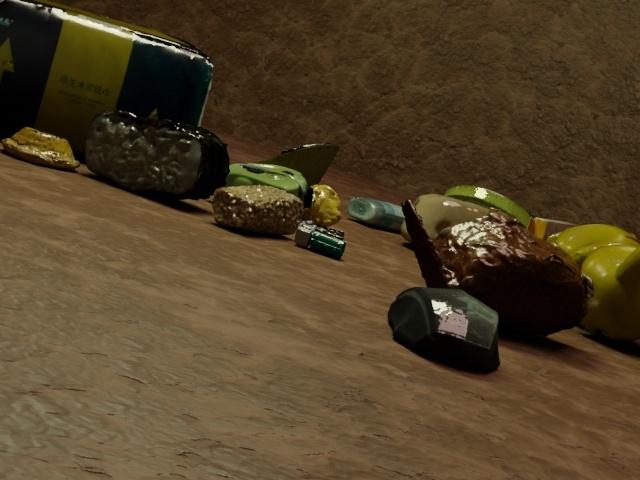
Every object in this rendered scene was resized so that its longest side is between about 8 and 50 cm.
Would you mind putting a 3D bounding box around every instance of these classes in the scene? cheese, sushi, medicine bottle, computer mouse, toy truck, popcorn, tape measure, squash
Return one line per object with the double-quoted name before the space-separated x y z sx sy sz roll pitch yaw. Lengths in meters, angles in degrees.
"cheese" 0.264 -0.022 2.358 0.235 0.117 0.218 17 4 -32
"sushi" 0.238 0.047 1.637 0.296 0.166 0.179 6 30 -17
"medicine bottle" 0.152 -0.049 2.552 0.208 0.053 0.090 12 7 -45
"computer mouse" 0.149 0.087 1.386 0.126 0.071 0.231 17 6 -3
"toy truck" 0.000 0.000 1.863 0.083 0.039 0.044 20 21 13
"popcorn" -0.008 -0.056 2.208 0.084 0.084 0.084 17 7 -2
"tape measure" -0.095 -0.083 2.076 0.177 0.087 0.154 19 19 30
"squash" -0.069 -0.151 2.435 0.204 0.155 0.237 22 9 22
"squash" 0.340 -0.031 2.478 0.219 0.041 0.219 22 -27 12
"sushi" -0.258 -0.133 1.930 0.225 0.124 0.127 13 5 20

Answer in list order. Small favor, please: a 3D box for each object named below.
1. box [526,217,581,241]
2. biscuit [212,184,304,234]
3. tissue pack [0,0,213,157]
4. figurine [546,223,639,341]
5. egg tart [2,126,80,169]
"box" 0.455 0.023 2.413 0.033 0.129 0.247 19 8 28
"biscuit" -0.097 -0.047 1.867 0.082 0.070 0.168 17 8 29
"tissue pack" -0.430 -0.279 2.147 0.417 0.253 0.264 13 8 -19
"figurine" 0.471 0.080 1.892 0.169 0.218 0.327 -23 15 4
"egg tart" -0.443 -0.150 1.926 0.129 0.049 0.129 17 5 -2
